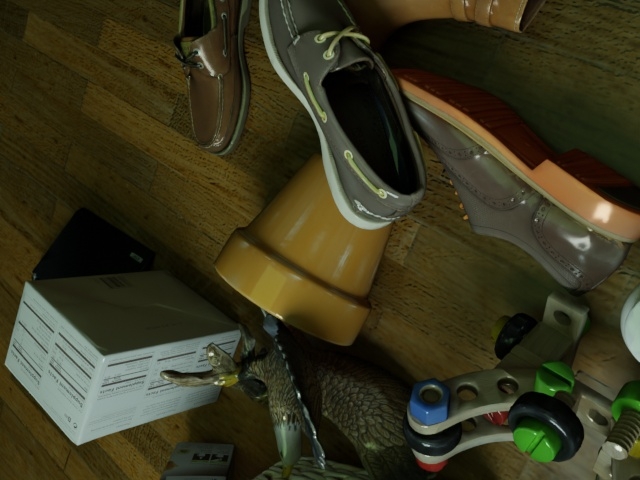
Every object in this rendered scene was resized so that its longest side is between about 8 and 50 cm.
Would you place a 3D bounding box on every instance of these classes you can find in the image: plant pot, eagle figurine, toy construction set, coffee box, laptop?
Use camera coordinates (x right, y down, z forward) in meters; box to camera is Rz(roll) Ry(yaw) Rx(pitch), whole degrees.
[{"bbox_3d":[0.000,0.000,0.816,0.205,0.205,0.188,33,95,30],"label":"plant pot"},{"bbox_3d":[-0.015,0.191,0.803,0.298,0.226,0.225,-7,107,48],"label":"eagle figurine"},{"bbox_3d":[0.257,0.201,0.639,0.257,0.237,0.309,1,122,48],"label":"toy construction set"},{"bbox_3d":[-0.186,0.405,0.915,0.098,0.246,0.141,4,95,-2],"label":"coffee box"},{"bbox_3d":[-0.424,0.113,1.218,0.234,0.136,0.264,27,132,32],"label":"laptop"}]

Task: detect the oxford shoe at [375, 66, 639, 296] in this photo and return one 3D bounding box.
[{"bbox_3d":[0.177,-0.081,0.721,0.364,0.130,0.132,45,128,31],"label":"oxford shoe"}]

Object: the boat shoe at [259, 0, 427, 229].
[{"bbox_3d":[0.027,-0.175,0.709,0.097,0.117,0.324,-31,78,64],"label":"boat shoe"}]

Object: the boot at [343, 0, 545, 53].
[{"bbox_3d":[0.147,-0.288,0.757,0.220,0.109,0.283,39,105,24],"label":"boot"}]

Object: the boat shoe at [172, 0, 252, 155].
[{"bbox_3d":[-0.176,-0.285,0.971,0.111,0.104,0.307,4,94,35],"label":"boat shoe"}]

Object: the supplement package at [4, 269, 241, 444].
[{"bbox_3d":[-0.293,0.160,0.974,0.204,0.262,0.145,31,108,31],"label":"supplement package"}]

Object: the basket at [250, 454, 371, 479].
[{"bbox_3d":[0.021,0.464,0.740,0.331,0.266,0.328,1,96,31],"label":"basket"}]

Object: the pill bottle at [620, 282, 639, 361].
[{"bbox_3d":[0.331,0.073,0.586,0.094,0.169,0.094,2,93,35],"label":"pill bottle"}]
